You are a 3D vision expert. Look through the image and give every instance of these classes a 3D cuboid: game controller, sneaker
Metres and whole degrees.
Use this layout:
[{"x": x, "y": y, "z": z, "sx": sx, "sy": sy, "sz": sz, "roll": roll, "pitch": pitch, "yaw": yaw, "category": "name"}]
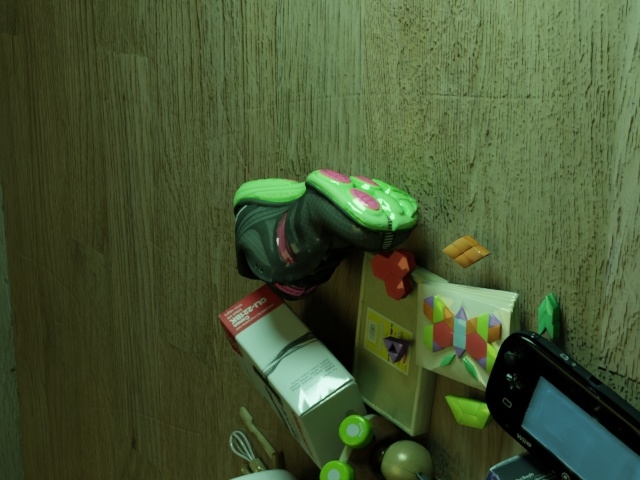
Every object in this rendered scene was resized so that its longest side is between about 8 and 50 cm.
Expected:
[{"x": 0.344, "y": 0.257, "z": 1.329, "sx": 0.319, "sy": 0.067, "sz": 0.167, "roll": 41, "pitch": 129, "yaw": 33, "category": "game controller"}, {"x": 0.000, "y": 0.000, "z": 1.649, "sx": 0.482, "sy": 0.185, "sz": 0.202, "roll": -3, "pitch": 77, "yaw": 65, "category": "sneaker"}]

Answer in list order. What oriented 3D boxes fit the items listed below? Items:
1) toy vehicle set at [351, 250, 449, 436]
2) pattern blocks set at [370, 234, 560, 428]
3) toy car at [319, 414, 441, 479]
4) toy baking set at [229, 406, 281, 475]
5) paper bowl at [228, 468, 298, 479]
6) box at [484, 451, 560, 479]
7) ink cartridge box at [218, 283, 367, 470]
[{"x": 0.122, "y": 0.161, "z": 1.664, "sx": 0.166, "sy": 0.035, "sz": 0.267, "roll": 30, "pitch": 122, "yaw": 47, "category": "toy vehicle set"}, {"x": 0.210, "y": 0.136, "z": 1.501, "sx": 0.324, "sy": 0.026, "sz": 0.286, "roll": -5, "pitch": 98, "yaw": 47, "category": "pattern blocks set"}, {"x": 0.123, "y": 0.372, "z": 1.631, "sx": 0.188, "sy": 0.155, "sz": 0.149, "roll": 19, "pitch": 81, "yaw": 28, "category": "toy car"}, {"x": -0.129, "y": 0.478, "z": 2.105, "sx": 0.196, "sy": 0.030, "sz": 0.256, "roll": 9, "pitch": 106, "yaw": 53, "category": "toy baking set"}, {"x": -0.128, "y": 0.517, "z": 1.895, "sx": 0.284, "sy": 0.284, "sz": 0.148, "roll": -44, "pitch": 59, "yaw": 50, "category": "paper bowl"}, {"x": 0.308, "y": 0.417, "z": 1.411, "sx": 0.207, "sy": 0.108, "sz": 0.153, "roll": 45, "pitch": 133, "yaw": 38, "category": "box"}, {"x": -0.042, "y": 0.237, "z": 1.784, "sx": 0.273, "sy": 0.114, "sz": 0.197, "roll": 44, "pitch": 161, "yaw": 39, "category": "ink cartridge box"}]
